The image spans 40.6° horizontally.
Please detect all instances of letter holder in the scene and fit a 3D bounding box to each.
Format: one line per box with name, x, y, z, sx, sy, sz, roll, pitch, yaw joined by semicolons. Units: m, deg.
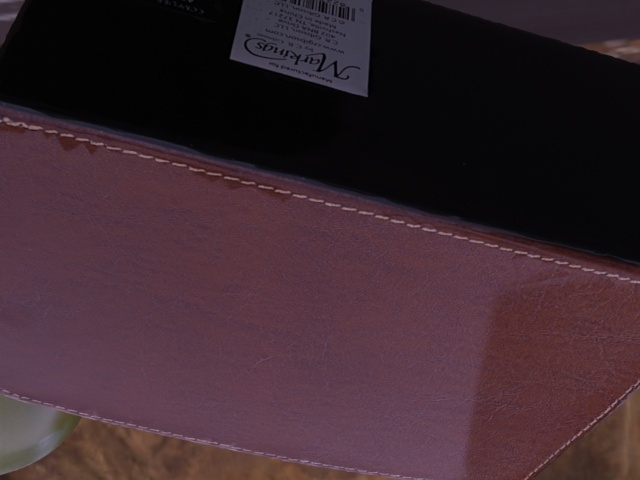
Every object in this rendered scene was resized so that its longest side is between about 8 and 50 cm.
letter holder;0.000;0.000;0.440;0.302;0.152;0.214;13;136;-10

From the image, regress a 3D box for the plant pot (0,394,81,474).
plant pot;-0.360;0.054;0.903;0.366;0.353;0.366;8;-140;-7
